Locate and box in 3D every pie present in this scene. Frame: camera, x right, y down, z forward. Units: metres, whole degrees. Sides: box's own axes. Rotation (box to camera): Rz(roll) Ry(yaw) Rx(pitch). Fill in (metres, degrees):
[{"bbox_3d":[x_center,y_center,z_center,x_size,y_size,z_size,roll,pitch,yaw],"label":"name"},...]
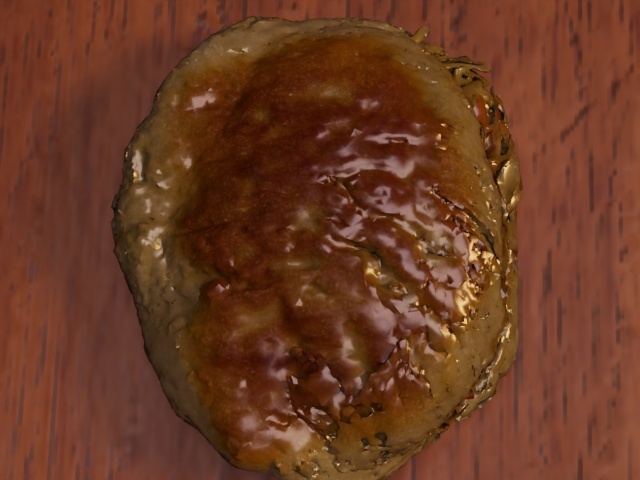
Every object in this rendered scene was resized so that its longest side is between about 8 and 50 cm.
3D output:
[{"bbox_3d":[0.000,0.000,0.509,0.163,0.079,0.194,-10,77,5],"label":"pie"}]
